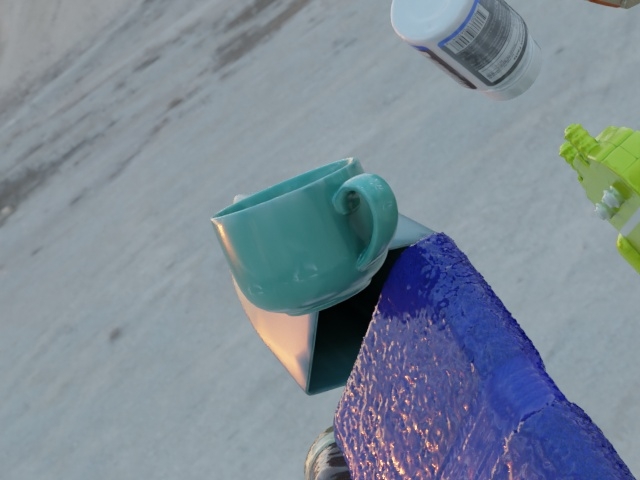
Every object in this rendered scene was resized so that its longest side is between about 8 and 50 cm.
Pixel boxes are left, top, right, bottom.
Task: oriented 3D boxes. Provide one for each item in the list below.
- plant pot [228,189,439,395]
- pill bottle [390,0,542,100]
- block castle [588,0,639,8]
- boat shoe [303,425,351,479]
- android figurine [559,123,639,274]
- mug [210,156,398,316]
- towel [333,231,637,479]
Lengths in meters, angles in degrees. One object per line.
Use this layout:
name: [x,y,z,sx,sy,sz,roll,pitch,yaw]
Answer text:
plant pot: [-0.004,0.033,1.153,0.166,0.165,0.234,-12,32,-33]
pill bottle: [0.127,-0.173,0.840,0.078,0.137,0.078,-16,63,35]
block castle: [0.323,-0.498,1.298,0.212,0.454,0.303,-112,35,-53]
boat shoe: [0.148,0.267,0.890,0.123,0.342,0.123,-126,61,-86]
android figurine: [0.318,-0.002,0.891,0.056,0.273,0.248,-43,-11,1]
mug: [-0.009,0.003,0.783,0.130,0.097,0.158,-23,9,-6]
towel: [0.112,0.164,0.691,0.308,0.076,0.227,60,138,49]
